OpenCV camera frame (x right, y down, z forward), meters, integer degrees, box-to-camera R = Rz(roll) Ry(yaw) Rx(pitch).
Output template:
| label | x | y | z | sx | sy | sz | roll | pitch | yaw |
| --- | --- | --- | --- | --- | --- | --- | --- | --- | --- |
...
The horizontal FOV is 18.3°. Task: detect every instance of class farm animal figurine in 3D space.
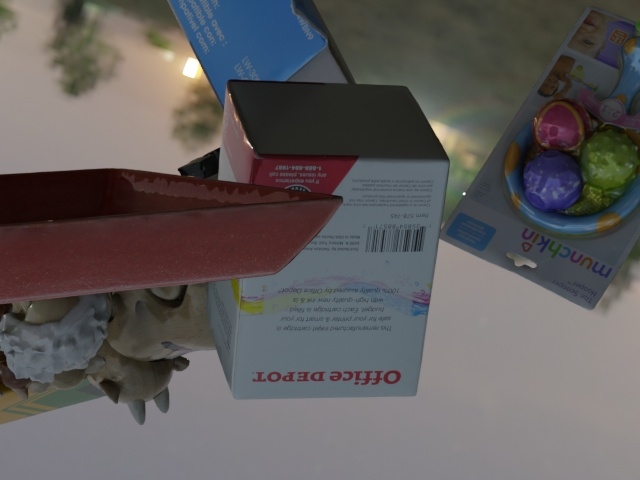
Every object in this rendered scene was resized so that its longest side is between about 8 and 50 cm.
| label | x | y | z | sx | sy | sz | roll | pitch | yaw |
| --- | --- | --- | --- | --- | --- | --- | --- | --- | --- |
| farm animal figurine | -0.123 | 0.044 | 1.563 | 0.330 | 0.172 | 0.327 | -28 | -176 | -23 |

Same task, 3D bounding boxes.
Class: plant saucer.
| label | x | y | z | sx | sy | sz | roll | pitch | yaw |
| --- | --- | --- | --- | --- | --- | --- | --- | --- | --- |
| plant saucer | -0.162 | -0.005 | 1.121 | 0.258 | 0.047 | 0.259 | -5 | -171 | -36 |

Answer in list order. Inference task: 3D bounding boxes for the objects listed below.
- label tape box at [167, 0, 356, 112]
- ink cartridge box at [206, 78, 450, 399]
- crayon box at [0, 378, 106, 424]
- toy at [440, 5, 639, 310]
| label | x | y | z | sx | sy | sz | roll | pitch | yaw |
| --- | --- | --- | --- | --- | --- | --- | --- | --- | --- |
| label tape box | -0.067 | -0.197 | 1.667 | 0.249 | 0.115 | 0.347 | 63 | -175 | 21 |
| ink cartridge box | 0.000 | 0.000 | 1.300 | 0.128 | 0.176 | 0.127 | 1 | -154 | -13 |
| crayon box | -0.289 | 0.057 | 1.731 | 0.318 | 0.081 | 0.202 | -13 | -114 | -54 |
| toy | 0.204 | -0.078 | 1.516 | 0.137 | 0.237 | 0.056 | 26 | 158 | 24 |
